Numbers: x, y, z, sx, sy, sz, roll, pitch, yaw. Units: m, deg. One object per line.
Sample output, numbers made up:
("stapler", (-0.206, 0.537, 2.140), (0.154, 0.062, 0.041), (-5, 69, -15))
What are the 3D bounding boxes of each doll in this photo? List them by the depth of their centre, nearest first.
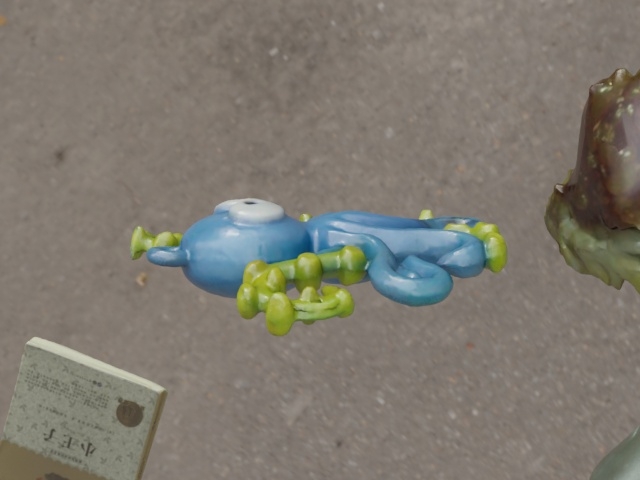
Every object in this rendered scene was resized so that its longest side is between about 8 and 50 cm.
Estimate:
("doll", (0.000, 0.000, 1.250), (0.341, 0.098, 0.346), (-9, 13, -15))

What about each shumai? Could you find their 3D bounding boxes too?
("shumai", (0.173, 0.005, 0.569), (0.142, 0.184, 0.184), (-3, 61, 6))

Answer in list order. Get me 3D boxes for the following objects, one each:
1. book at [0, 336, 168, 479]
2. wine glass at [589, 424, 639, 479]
("book", (-0.232, 0.201, 1.195), (0.139, 0.016, 0.198), (20, 105, 7))
("wine glass", (0.276, 0.208, 1.055), (0.231, 0.103, 0.103), (-54, 51, 17))
